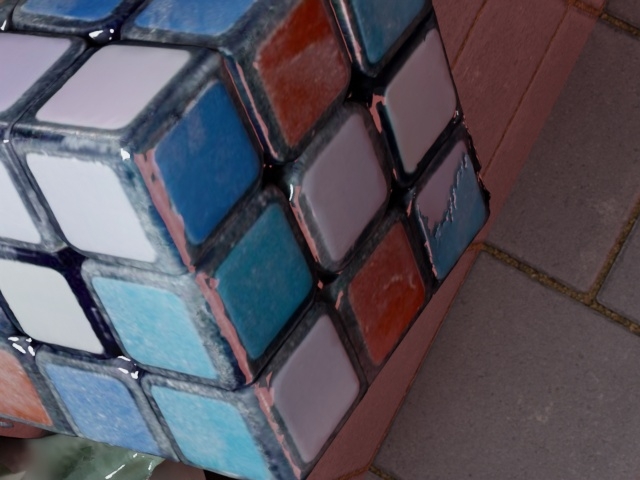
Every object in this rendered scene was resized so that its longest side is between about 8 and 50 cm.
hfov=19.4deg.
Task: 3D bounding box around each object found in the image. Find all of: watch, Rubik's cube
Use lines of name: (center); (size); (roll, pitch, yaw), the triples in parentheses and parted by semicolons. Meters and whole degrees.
watch: (-0.250, 0.174, 1.864); (0.253, 0.161, 0.241); (9, 121, -30)
Rubik's cube: (-0.116, -0.062, 1.469); (0.359, 0.362, 0.363); (-52, 138, -31)

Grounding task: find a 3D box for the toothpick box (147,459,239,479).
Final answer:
toothpick box: (-0.211, 0.287, 2.216); (0.316, 0.229, 0.229); (-19, 135, -64)
